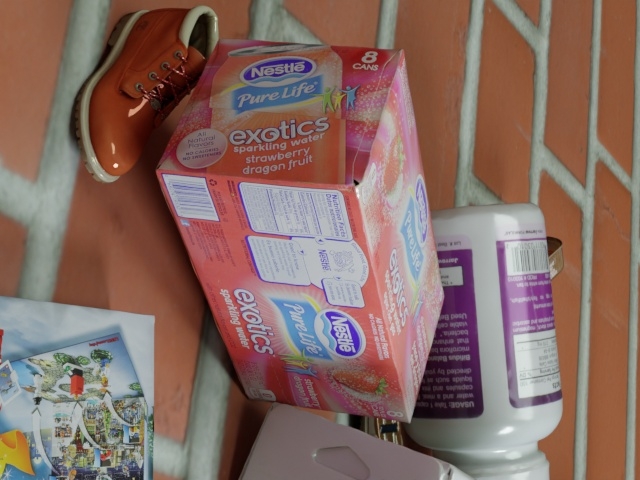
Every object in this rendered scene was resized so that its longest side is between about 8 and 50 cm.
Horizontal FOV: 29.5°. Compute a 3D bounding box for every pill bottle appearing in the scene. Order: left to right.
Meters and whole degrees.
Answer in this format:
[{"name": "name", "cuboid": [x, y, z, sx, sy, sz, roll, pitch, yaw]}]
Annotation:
[{"name": "pill bottle", "cuboid": [0.160, 0.118, 1.253, 0.169, 0.169, 0.302, -2, 87, -58]}]

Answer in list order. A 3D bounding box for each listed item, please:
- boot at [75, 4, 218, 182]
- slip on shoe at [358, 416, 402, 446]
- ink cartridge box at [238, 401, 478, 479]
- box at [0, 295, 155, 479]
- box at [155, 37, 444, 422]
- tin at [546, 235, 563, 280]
[{"name": "boot", "cuboid": [-0.127, -0.114, 0.910, 0.059, 0.084, 0.158, 48, 48, -46]}, {"name": "slip on shoe", "cuboid": [0.056, 0.174, 1.196, 0.051, 0.041, 0.135, 6, 77, -43]}, {"name": "ink cartridge box", "cuboid": [0.084, 0.256, 1.039, 0.278, 0.201, 0.117, 37, 72, -44]}, {"name": "box", "cuboid": [-0.198, 0.119, 0.789, 0.233, 0.044, 0.159, 15, 72, -57]}, {"name": "box", "cuboid": [0.000, 0.000, 0.955, 0.300, 0.154, 0.142, 74, 29, -48]}, {"name": "tin", "cuboid": [0.220, 0.035, 1.423, 0.189, 0.106, 0.040, -30, 110, -56]}]
